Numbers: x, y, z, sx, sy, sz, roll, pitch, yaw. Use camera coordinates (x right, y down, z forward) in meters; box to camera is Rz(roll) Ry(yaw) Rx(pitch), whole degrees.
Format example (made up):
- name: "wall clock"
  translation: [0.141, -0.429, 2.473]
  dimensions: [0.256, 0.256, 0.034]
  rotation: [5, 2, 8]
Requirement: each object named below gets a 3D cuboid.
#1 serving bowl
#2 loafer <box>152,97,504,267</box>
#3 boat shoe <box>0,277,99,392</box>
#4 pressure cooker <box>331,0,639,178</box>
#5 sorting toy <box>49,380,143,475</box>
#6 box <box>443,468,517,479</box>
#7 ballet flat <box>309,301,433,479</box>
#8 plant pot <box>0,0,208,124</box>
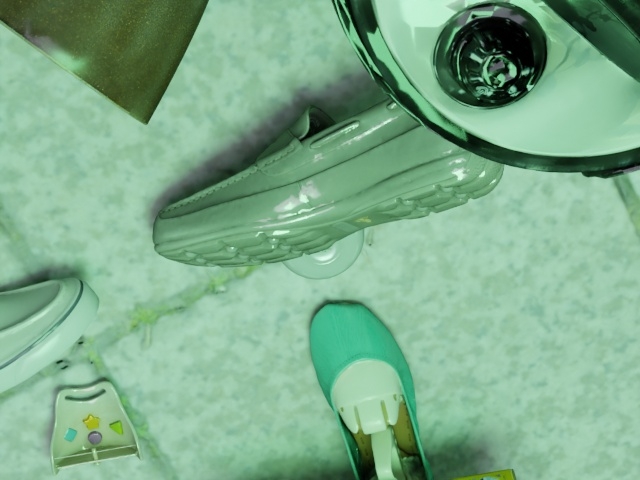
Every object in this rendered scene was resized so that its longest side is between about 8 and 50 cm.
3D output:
- name: "serving bowl"
  translation: [0.000, 0.000, 1.686]
  dimensions: [0.083, 0.027, 0.083]
  rotation: [-3, 114, -7]
- name: "loafer"
  translation: [0.000, -0.057, 1.608]
  dimensions: [0.319, 0.112, 0.111]
  rotation: [-16, 72, 18]
- name: "boat shoe"
  translation: [-0.325, 0.087, 1.650]
  dimensions: [0.267, 0.096, 0.088]
  rotation: [-23, 121, 12]
- name: "pressure cooker"
  translation: [0.172, -0.247, 1.377]
  dimensions: [0.370, 0.420, 0.375]
  rotation: [-1, 115, -6]
- name: "sorting toy"
  translation: [-0.209, 0.167, 1.730]
  dimensions: [0.083, 0.045, 0.075]
  rotation: [-9, 109, -3]
- name: "box"
  translation: [0.061, 0.382, 1.744]
  dimensions: [0.279, 0.177, 0.290]
  rotation: [-10, 139, -3]
- name: "ballet flat"
  translation: [0.056, 0.172, 1.742]
  dimensions: [0.083, 0.087, 0.247]
  rotation: [-18, 116, 1]
- name: "plant pot"
  translation: [-0.156, -0.245, 1.469]
  dimensions: [0.215, 0.215, 0.230]
  rotation: [36, 90, -21]
